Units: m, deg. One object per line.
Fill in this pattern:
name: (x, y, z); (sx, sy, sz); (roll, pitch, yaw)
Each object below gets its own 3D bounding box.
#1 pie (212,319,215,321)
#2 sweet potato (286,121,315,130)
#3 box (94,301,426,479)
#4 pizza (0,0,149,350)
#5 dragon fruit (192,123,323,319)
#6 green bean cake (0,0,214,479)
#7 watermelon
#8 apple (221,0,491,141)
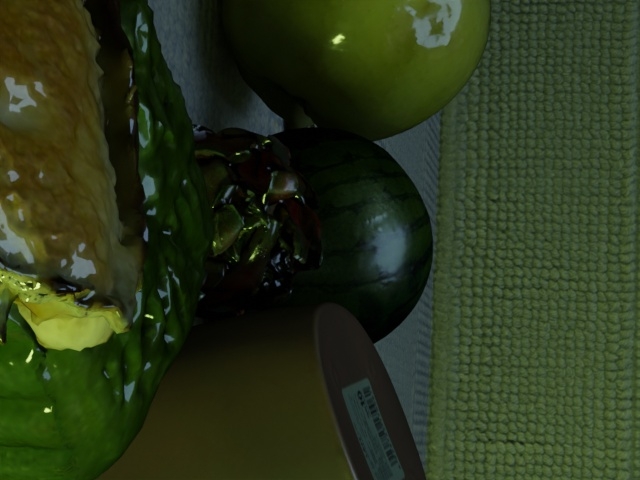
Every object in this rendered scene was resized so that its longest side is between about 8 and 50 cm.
pie: (-0.027, 0.172, 1.405); (0.273, 0.069, 0.273); (34, 46, -45)
sweet potato: (-0.002, -0.017, 1.713); (0.108, 0.079, 0.346); (-120, -163, -55)
box: (-0.047, 0.188, 1.028); (0.301, 0.216, 0.301); (-22, 90, -79)
pizza: (-0.194, -0.125, 0.549); (0.392, 0.080, 0.435); (53, 35, -23)
dragon fruit: (-0.086, -0.016, 1.116); (0.188, 0.182, 0.182); (-37, 127, -84)
green bean cake: (-0.173, -0.005, 0.778); (0.250, 0.156, 0.247); (-74, 159, -47)
watermelon: (-0.004, 0.002, 1.313); (0.242, 0.242, 0.242); (1, 90, -77)
apple: (0.034, -0.245, 1.383); (0.254, 0.292, 0.292); (-55, 157, -13)
